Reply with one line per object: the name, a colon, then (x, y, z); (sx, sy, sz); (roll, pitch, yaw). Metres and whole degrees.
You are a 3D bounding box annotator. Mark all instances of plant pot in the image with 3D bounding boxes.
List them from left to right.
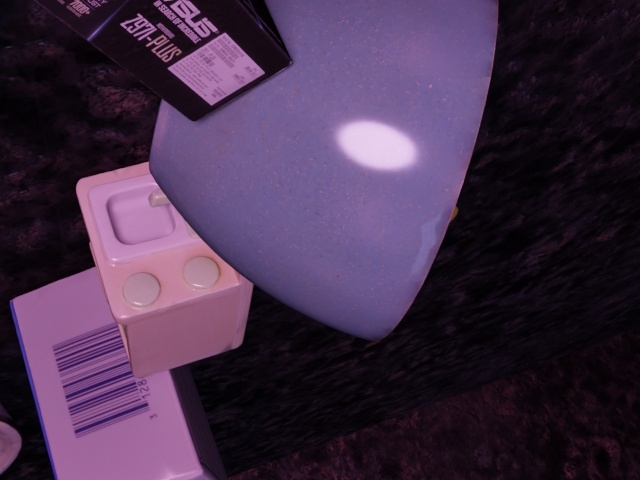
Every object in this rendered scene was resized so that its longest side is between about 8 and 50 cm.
plant pot: (-0.016, -0.090, 0.668); (0.195, 0.290, 0.290); (16, 147, -7)

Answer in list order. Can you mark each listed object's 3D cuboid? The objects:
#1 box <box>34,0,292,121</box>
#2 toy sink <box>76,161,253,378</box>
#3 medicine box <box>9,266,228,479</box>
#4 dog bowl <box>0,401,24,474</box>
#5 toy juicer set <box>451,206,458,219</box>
box: (-0.105, -0.173, 0.499); (0.077, 0.147, 0.180); (-29, 156, 12)
toy sink: (-0.152, 0.014, 0.861); (0.131, 0.153, 0.234); (-16, 157, -17)
medicine box: (-0.224, 0.204, 1.061); (0.149, 0.263, 0.289); (-20, 157, -7)
dog bowl: (-0.530, 0.202, 0.909); (0.408, 0.150, 0.408); (-21, 157, -9)
toy juicer set: (0.000, 0.000, 1.059); (0.329, 0.089, 0.209); (-26, 158, 7)
